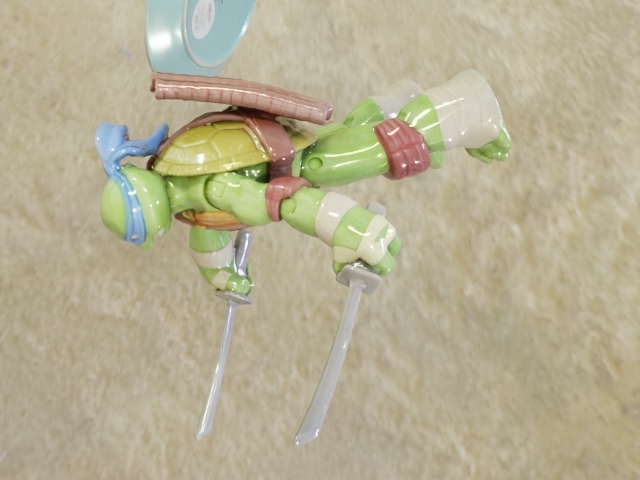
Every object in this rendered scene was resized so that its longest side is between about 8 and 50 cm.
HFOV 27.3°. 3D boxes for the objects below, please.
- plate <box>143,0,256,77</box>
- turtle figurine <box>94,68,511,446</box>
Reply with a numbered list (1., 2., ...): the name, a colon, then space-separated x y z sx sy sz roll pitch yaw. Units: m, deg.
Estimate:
1. plate: -0.095 -0.217 1.167 0.024 0.188 0.188 19 111 21
2. turtle figurine: 0.000 0.000 0.902 0.266 0.198 0.274 -26 70 -23
